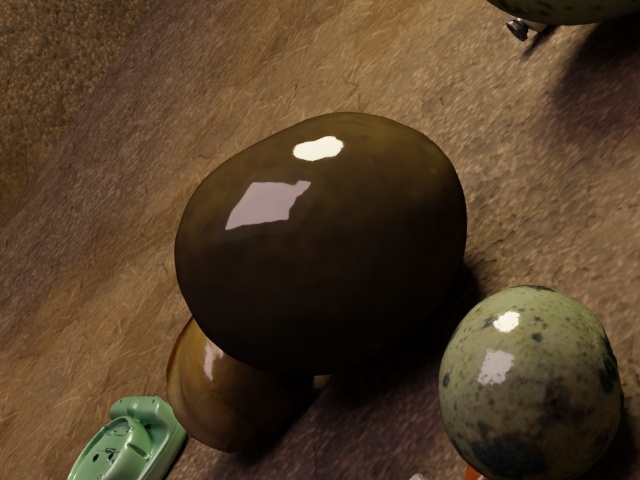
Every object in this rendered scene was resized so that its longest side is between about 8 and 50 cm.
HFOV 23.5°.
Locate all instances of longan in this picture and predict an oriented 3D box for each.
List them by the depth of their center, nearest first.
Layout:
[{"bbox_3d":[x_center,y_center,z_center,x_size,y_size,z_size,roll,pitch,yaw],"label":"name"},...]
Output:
[{"bbox_3d":[0.000,0.000,1.521,0.300,0.243,0.300,-9,30,5],"label":"longan"}]

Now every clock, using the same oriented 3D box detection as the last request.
[{"bbox_3d":[-0.239,0.270,1.797,0.148,0.060,0.189,-12,43,57],"label":"clock"}]

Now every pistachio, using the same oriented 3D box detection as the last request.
[{"bbox_3d":[-0.079,0.127,1.639,0.165,0.130,0.210,9,69,15],"label":"pistachio"}]

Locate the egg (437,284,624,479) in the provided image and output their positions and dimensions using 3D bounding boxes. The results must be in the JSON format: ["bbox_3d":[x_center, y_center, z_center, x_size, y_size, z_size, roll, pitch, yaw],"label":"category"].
[{"bbox_3d":[0.160,0.107,1.170,0.141,0.141,0.182,-37,21,28],"label":"egg"}]

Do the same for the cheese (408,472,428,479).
[{"bbox_3d":[0.100,0.244,1.179,0.127,0.054,0.251,-47,20,5],"label":"cheese"}]

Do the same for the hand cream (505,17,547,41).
[{"bbox_3d":[0.291,-0.307,1.768,0.194,0.042,0.067,-45,19,-1],"label":"hand cream"}]

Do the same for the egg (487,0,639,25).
[{"bbox_3d":[0.293,-0.376,1.538,0.379,0.287,0.288,-34,25,42],"label":"egg"}]

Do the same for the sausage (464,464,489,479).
[{"bbox_3d":[0.147,0.158,1.252,0.041,0.039,0.131,-40,20,41],"label":"sausage"}]
